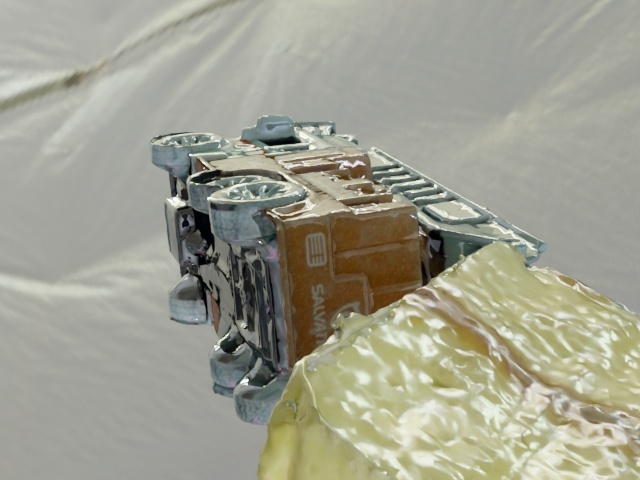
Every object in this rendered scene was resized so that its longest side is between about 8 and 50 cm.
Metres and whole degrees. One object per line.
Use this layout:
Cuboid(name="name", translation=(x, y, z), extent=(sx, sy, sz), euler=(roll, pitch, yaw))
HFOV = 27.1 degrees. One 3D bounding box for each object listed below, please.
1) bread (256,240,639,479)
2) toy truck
Cuboid(name="bread", translation=(0.132, 0.100, 0.515), extent=(0.236, 0.198, 0.263), euler=(-3, -168, 29))
Cuboid(name="toy truck", translation=(0.000, 0.000, 0.851), extent=(0.184, 0.133, 0.338), euler=(-9, -164, -15))
